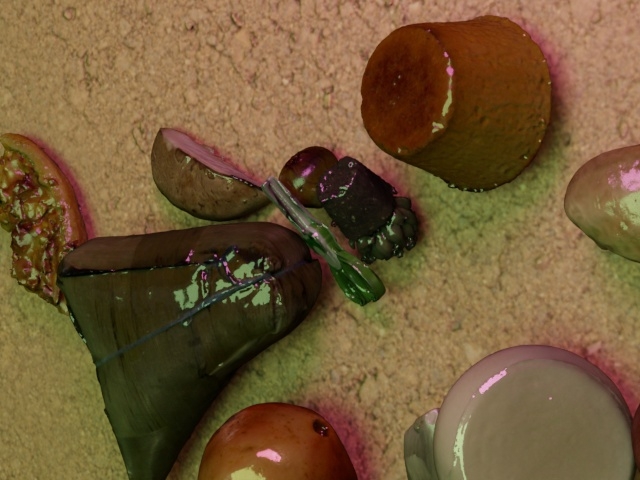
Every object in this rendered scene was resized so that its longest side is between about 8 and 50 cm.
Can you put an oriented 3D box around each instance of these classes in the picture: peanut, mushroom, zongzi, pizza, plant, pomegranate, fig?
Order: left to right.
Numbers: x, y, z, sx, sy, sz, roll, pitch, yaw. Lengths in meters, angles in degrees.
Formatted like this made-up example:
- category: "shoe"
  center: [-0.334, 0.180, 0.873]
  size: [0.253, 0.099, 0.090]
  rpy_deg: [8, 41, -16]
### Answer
- category: "pizza"
  center: [-0.422, -0.020, 2.013]
  size: [0.161, 0.085, 0.306]
  rpy_deg: [-35, 73, 31]
- category: "mushroom"
  center: [-0.161, -0.080, 1.847]
  size: [0.209, 0.072, 0.094]
  rpy_deg: [34, 119, 27]
- category: "zongzi"
  center: [-0.146, 0.170, 1.806]
  size: [0.356, 0.174, 0.393]
  rpy_deg: [-8, 98, 27]
- category: "pomegranate"
  center: [-0.051, 0.305, 1.724]
  size: [0.209, 0.209, 0.209]
  rpy_deg: [2, 94, 33]
- category: "fig"
  center: [-0.004, -0.072, 1.746]
  size: [0.082, 0.084, 0.098]
  rpy_deg: [-32, 117, 23]
- category: "plant"
  center: [0.058, -0.035, 1.673]
  size: [0.094, 0.143, 0.092]
  rpy_deg: [-41, 32, 13]
- category: "mushroom"
  center: [0.154, 0.310, 1.648]
  size: [0.108, 0.096, 0.247]
  rpy_deg: [11, 110, 62]
- category: "peanut"
  center: [0.388, -0.047, 1.464]
  size: [0.253, 0.122, 0.137]
  rpy_deg: [-16, 84, 28]

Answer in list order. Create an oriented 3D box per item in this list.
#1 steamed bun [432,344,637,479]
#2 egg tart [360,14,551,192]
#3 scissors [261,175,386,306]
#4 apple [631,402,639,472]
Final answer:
- category: "steamed bun"
  center: [0.238, 0.234, 1.543]
  size: [0.231, 0.145, 0.232]
  rpy_deg: [0, 86, -5]
- category: "egg tart"
  center: [0.150, -0.166, 1.582]
  size: [0.215, 0.170, 0.215]
  rpy_deg: [-6, 82, 47]
- category: "scissors"
  center: [0.000, 0.000, 1.706]
  size: [0.204, 0.027, 0.101]
  rpy_deg: [48, 160, -4]
- category: "apple"
  center: [0.404, 0.218, 1.449]
  size: [0.153, 0.153, 0.120]
  rpy_deg: [52, 135, 20]
